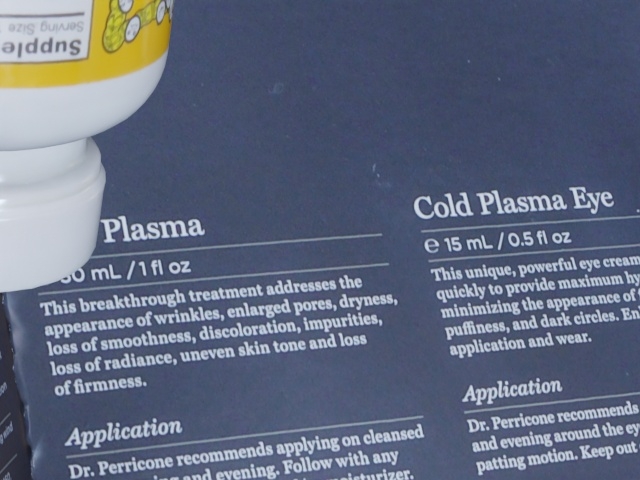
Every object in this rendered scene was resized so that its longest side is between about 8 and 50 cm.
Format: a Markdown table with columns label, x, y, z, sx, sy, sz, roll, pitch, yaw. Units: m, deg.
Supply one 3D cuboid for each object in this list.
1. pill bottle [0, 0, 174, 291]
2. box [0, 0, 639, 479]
| label | x | y | z | sx | sy | sz | roll | pitch | yaw |
| --- | --- | --- | --- | --- | --- | --- | --- | --- | --- |
| pill bottle | -0.095 | -0.096 | 0.549 | 0.117 | 0.117 | 0.208 | -135 | -132 | -56 |
| box | 0.000 | 0.000 | 0.886 | 0.179 | 0.343 | 0.312 | 130 | -48 | -60 |
